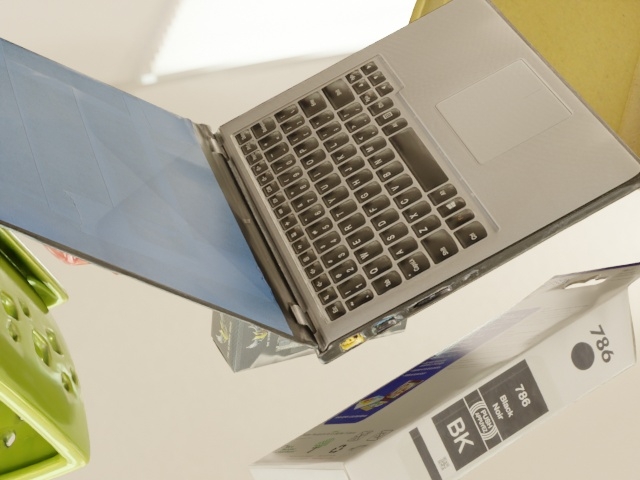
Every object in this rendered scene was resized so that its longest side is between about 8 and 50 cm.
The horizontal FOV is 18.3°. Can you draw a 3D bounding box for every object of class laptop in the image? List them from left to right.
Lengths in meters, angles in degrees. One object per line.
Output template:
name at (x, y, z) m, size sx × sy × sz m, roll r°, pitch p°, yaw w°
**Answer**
laptop at (-0.041, -0.110, 1.454) m, size 0.408 × 0.236 × 0.382 m, roll -29°, pitch -149°, yaw 0°

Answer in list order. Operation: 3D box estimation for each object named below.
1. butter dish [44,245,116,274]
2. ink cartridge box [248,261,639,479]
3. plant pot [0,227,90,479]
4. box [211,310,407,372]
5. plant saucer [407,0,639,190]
butter dish at (-0.330, -0.037, 2.535) m, size 0.118 × 0.160 × 0.160 m, roll -23°, pitch -131°, yaw -32°
ink cartridge box at (0.118, 0.119, 1.535) m, size 0.333 × 0.065 × 0.165 m, roll -30°, pitch -173°, yaw -26°
plant pot at (-0.338, 0.083, 1.647) m, size 0.227 × 0.228 × 0.207 m, roll -19°, pitch -130°, yaw 17°
box at (0.000, 0.000, 1.797) m, size 0.183 × 0.232 × 0.059 m, roll -13°, pitch -139°, yaw -23°
plant saucer at (0.254, -0.237, 2.185) m, size 0.081 × 0.333 × 0.333 m, roll -44°, pitch -158°, yaw 56°
